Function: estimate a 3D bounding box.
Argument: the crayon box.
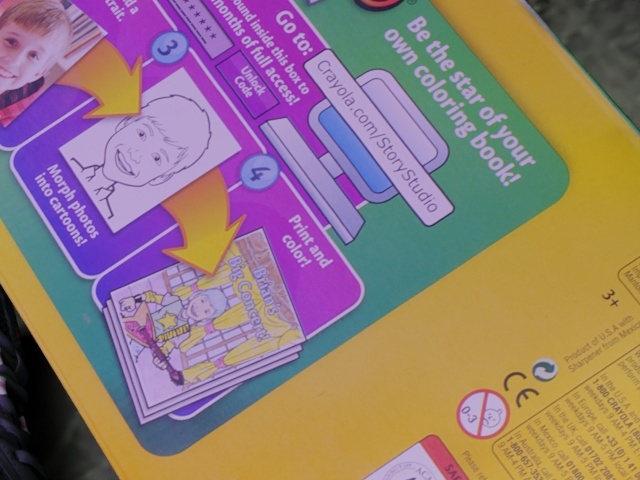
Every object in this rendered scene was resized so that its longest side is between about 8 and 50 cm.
[{"bbox_3d":[0.000,0.000,0.530,0.165,0.081,0.278,-33,62,-5],"label":"crayon box"}]

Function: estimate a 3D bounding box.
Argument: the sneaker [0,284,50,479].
[{"bbox_3d":[-0.113,0.045,0.543,0.077,0.072,0.178,-40,68,-21],"label":"sneaker"}]
